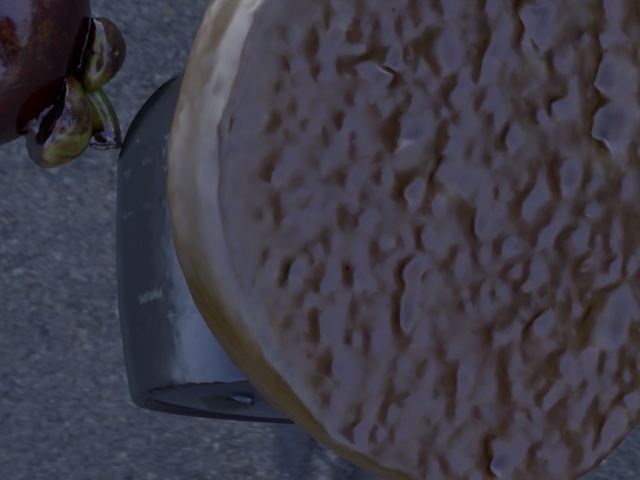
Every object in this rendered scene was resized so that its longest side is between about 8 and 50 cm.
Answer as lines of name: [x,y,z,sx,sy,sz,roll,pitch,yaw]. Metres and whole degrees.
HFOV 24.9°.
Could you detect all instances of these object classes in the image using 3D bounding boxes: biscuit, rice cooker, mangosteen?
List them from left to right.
mangosteen: [-0.279,-0.164,1.299,0.257,0.215,0.215,42,98,-10]
rice cooker: [0.000,0.000,0.913,0.267,0.267,0.224,-6,74,21]
biscuit: [0.106,-0.063,0.713,0.394,0.350,0.070,-55,23,-17]
